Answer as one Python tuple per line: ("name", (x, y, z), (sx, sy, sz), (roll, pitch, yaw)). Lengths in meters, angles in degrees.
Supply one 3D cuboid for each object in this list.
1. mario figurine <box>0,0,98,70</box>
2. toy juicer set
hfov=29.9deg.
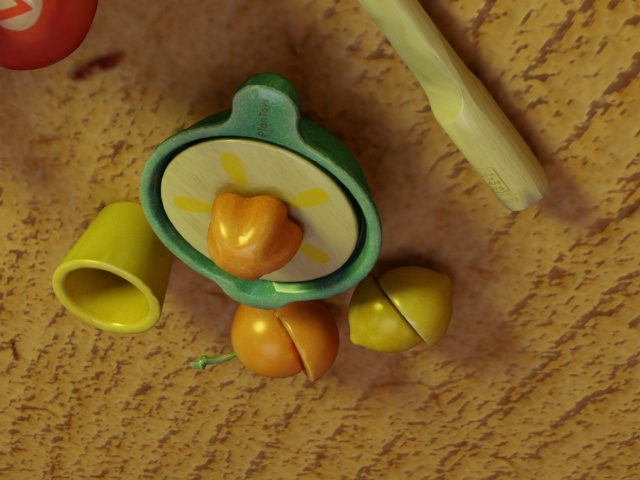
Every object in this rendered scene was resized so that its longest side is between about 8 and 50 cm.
("mario figurine", (-0.250, -0.131, 0.533), (0.321, 0.170, 0.198), (12, 175, 19))
("toy juicer set", (0.000, 0.000, 0.659), (0.209, 0.089, 0.329), (32, 138, -16))
